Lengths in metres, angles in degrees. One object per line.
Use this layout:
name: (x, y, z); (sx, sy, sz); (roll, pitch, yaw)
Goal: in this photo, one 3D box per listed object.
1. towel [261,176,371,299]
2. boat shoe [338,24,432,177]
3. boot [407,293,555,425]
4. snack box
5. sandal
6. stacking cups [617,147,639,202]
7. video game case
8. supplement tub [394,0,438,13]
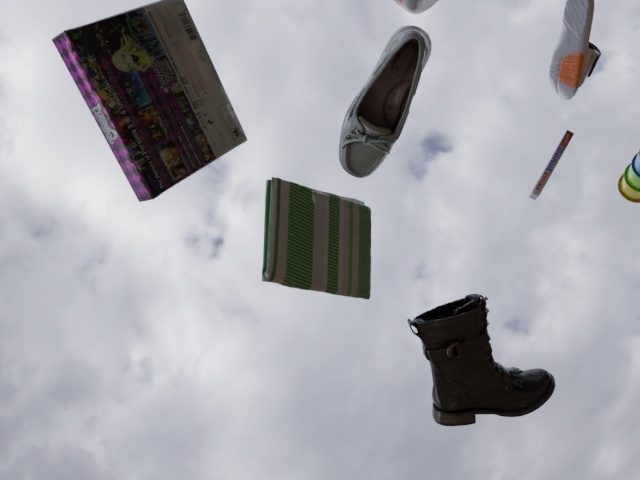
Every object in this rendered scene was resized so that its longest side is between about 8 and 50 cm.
towel: (0.000, 0.000, 1.461); (0.325, 0.038, 0.248); (12, -106, -42)
boat shoe: (0.121, -0.262, 1.234); (0.118, 0.103, 0.320); (27, -64, -2)
boot: (0.293, 0.202, 1.116); (0.263, 0.091, 0.229); (-13, -72, -10)
snack box: (0.577, -0.187, 1.569); (0.022, 0.064, 0.178); (29, -91, 13)
sandal: (0.570, -0.423, 1.361); (0.076, 0.102, 0.265); (-17, -40, -9)
stacking cups: (0.777, -0.181, 1.462); (0.096, 0.096, 0.316); (-48, -20, -3)
video game case: (-0.222, -0.202, 0.871); (0.210, 0.042, 0.232); (-44, -63, -44)
supplement tub: (0.134, -0.576, 1.173); (0.272, 0.191, 0.191); (40, -92, 10)
